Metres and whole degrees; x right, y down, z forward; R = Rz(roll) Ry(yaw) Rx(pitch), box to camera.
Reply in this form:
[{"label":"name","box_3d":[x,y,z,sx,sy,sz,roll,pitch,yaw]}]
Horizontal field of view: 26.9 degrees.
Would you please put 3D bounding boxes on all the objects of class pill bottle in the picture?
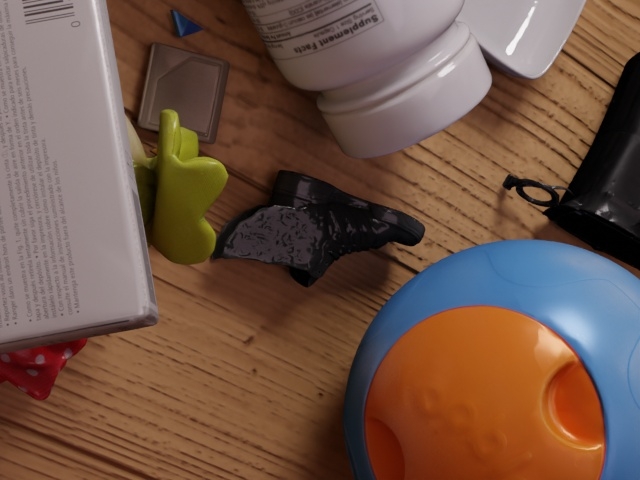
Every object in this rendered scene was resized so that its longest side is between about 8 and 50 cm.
[{"label":"pill bottle","box_3d":[0.012,-0.215,1.020,0.160,0.160,0.283,-38,113,-22]}]

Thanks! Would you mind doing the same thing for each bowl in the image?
[{"label":"bowl","box_3d":[0.161,-0.224,1.169,0.142,0.053,0.142,35,76,-28]}]

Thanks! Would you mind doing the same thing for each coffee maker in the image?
[{"label":"coffee maker","box_3d":[0.289,-0.084,1.219,0.171,0.120,0.178,32,78,-28]}]

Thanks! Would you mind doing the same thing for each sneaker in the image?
[{"label":"sneaker","box_3d":[0.001,0.000,1.099,0.170,0.051,0.089,21,84,-26]}]

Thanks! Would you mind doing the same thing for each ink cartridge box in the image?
[{"label":"ink cartridge box","box_3d":[-0.259,-0.068,0.874,0.261,0.066,0.296,-10,82,-2]}]

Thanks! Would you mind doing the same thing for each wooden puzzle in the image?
[{"label":"wooden puzzle","box_3d":[-0.108,-0.113,1.044,0.078,0.014,0.116,20,85,-35]}]

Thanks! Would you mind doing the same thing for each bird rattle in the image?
[{"label":"bird rattle","box_3d":[-0.199,-0.019,0.961,0.253,0.143,0.207,-36,97,-7]}]

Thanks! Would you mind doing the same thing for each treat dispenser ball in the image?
[{"label":"treat dispenser ball","box_3d":[0.162,0.143,1.067,0.288,0.288,0.288,-3,96,-30]}]
